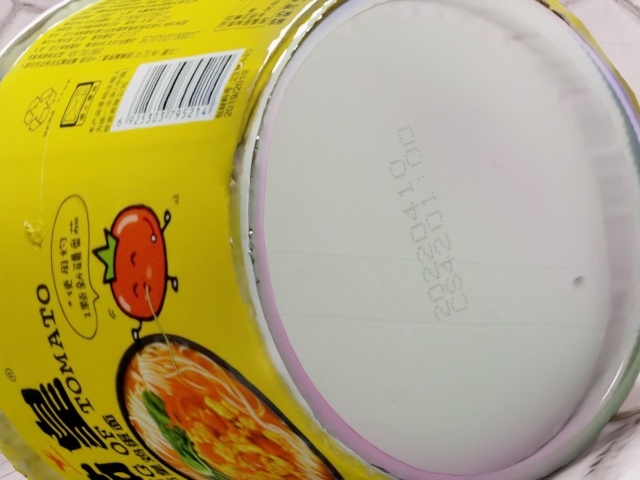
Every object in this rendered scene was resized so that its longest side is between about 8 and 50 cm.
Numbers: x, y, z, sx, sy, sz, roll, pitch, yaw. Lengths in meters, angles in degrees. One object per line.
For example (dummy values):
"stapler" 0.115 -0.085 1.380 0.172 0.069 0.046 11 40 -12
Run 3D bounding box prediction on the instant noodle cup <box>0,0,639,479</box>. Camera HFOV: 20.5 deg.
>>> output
"instant noodle cup" 0.000 0.000 0.893 0.325 0.326 0.254 -27 11 -33
